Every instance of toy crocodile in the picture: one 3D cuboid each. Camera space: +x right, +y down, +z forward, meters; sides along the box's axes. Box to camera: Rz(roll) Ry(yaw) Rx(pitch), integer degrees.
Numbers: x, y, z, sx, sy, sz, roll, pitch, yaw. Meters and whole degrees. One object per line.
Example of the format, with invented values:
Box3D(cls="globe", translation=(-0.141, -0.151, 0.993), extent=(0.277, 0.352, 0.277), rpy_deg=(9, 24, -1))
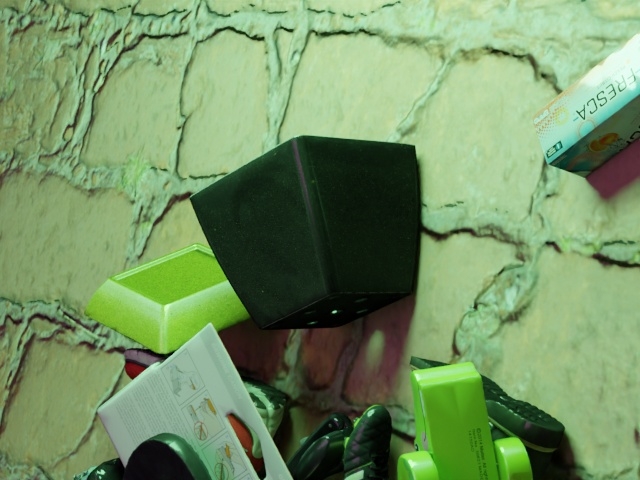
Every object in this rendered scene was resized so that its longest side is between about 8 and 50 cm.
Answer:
Box3D(cls="toy crocodile", translation=(0.144, 0.283, 1.555), extent=(0.105, 0.115, 0.340), rpy_deg=(147, 110, -75))

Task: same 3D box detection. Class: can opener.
Box3D(cls="can opener", translation=(-0.020, 0.256, 1.837), extent=(0.186, 0.073, 0.059), rpy_deg=(-52, 51, 37))

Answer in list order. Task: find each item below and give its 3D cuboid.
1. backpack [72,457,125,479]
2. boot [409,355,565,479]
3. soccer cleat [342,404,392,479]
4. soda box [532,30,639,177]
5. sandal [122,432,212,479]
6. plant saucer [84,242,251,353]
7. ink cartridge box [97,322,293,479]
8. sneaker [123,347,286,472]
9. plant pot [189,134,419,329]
Box3D(cls="backpack", translation=(-0.247, 0.333, 2.025), extent=(0.182, 0.152, 0.115), rpy_deg=(-44, 39, 46))
Box3D(cls="boot", translation=(0.140, 0.206, 1.658), extent=(0.198, 0.077, 0.137), rpy_deg=(32, 107, 51))
Box3D(cls="soccer cleat", translation=(0.052, 0.262, 1.756), extent=(0.072, 0.060, 0.179), rpy_deg=(22, 101, 41))
Box3D(cls="soda box", translation=(0.292, -0.138, 1.607), extent=(0.183, 0.058, 0.063), rpy_deg=(-39, 50, 35))
Box3D(cls="sandal", translation=(-0.213, 0.413, 1.872), extent=(0.167, 0.107, 0.446), rpy_deg=(38, 126, 30))
Box3D(cls="plant saucer", translation=(-0.160, 0.058, 1.971), extent=(0.188, 0.188, 0.045), rpy_deg=(20, 126, 51))
Box3D(cls="ink cartridge box", translation=(-0.110, 0.252, 1.851), extent=(0.239, 0.060, 0.275), rpy_deg=(-38, 75, 39))
Box3D(cls="sneaker", translation=(-0.155, 0.201, 1.980), extent=(0.279, 0.107, 0.118), rpy_deg=(21, 99, 51))
Box3D(cls="plant pot", translation=(0.000, 0.000, 1.819), extent=(0.188, 0.187, 0.167), rpy_deg=(-28, 70, 41))
